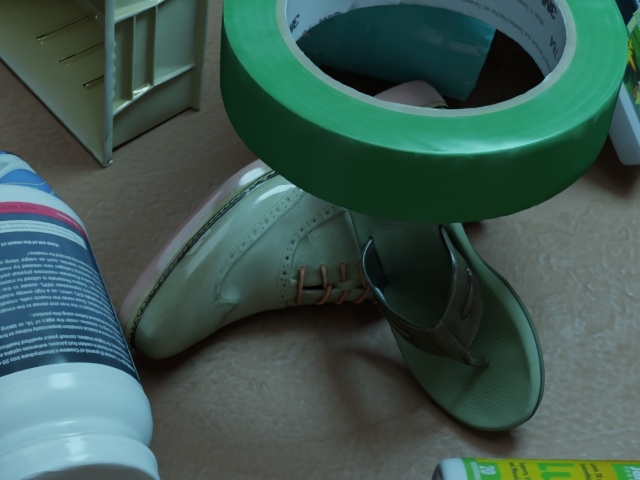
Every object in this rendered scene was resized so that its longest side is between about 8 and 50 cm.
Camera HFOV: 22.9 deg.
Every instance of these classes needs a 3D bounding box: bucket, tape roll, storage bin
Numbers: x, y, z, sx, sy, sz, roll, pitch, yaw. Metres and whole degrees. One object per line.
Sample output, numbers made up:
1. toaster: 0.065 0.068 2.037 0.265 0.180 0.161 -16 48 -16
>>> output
1. bucket: 0.092 -0.275 1.525 0.183 0.281 0.281 18 53 0
2. tape roll: 0.080 -0.150 1.263 0.321 0.077 0.321 3 46 -3
3. storage bin: -0.231 -0.260 1.490 0.123 0.260 0.262 -30 61 -28

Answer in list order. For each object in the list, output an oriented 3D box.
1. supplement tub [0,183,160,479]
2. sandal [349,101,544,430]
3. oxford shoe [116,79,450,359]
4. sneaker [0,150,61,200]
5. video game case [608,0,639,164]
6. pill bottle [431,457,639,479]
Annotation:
1. supplement tub: -0.245 0.109 1.251 0.191 0.191 0.272 -15 55 -15
2. sandal: 0.083 0.033 1.311 0.120 0.302 0.086 -21 14 29
3. oxford shoe: 0.000 0.000 1.390 0.397 0.140 0.146 -35 70 -24
4. sneaker: -0.317 0.002 1.395 0.081 0.080 0.211 31 58 22
5. video game case: 0.297 -0.289 1.518 0.036 0.329 0.300 -5 34 38
6. pill bottle: 0.212 0.238 1.224 0.246 0.136 0.136 1 53 -4
